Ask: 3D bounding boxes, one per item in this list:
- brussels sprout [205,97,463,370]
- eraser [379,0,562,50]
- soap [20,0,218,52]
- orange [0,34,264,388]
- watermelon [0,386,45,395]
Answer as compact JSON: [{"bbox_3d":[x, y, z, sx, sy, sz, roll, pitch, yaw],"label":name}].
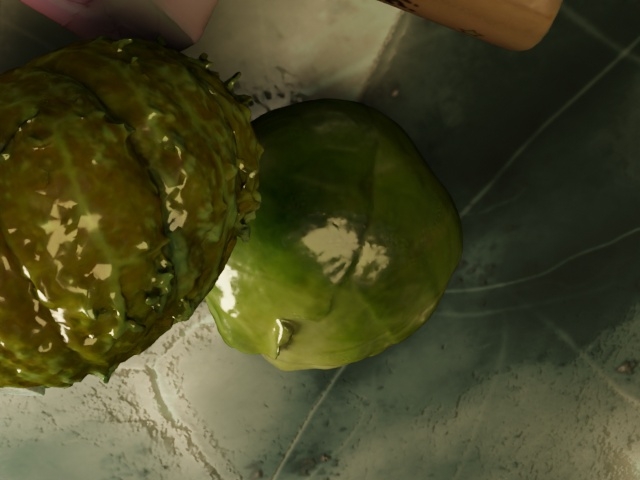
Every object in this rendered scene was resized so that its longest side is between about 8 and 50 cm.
[{"bbox_3d":[0.000,0.000,1.188,0.244,0.244,0.244,-4,121,-7],"label":"brussels sprout"},{"bbox_3d":[0.066,-0.266,1.104,0.291,0.087,0.171,18,114,-19],"label":"eraser"},{"bbox_3d":[-0.212,-0.257,0.994,0.324,0.193,0.109,31,71,-23],"label":"soap"},{"bbox_3d":[-0.182,-0.015,1.011,0.300,0.301,0.223,-22,98,13],"label":"orange"},{"bbox_3d":[-0.344,0.068,1.164,0.320,0.213,0.289,-39,119,5],"label":"watermelon"}]
